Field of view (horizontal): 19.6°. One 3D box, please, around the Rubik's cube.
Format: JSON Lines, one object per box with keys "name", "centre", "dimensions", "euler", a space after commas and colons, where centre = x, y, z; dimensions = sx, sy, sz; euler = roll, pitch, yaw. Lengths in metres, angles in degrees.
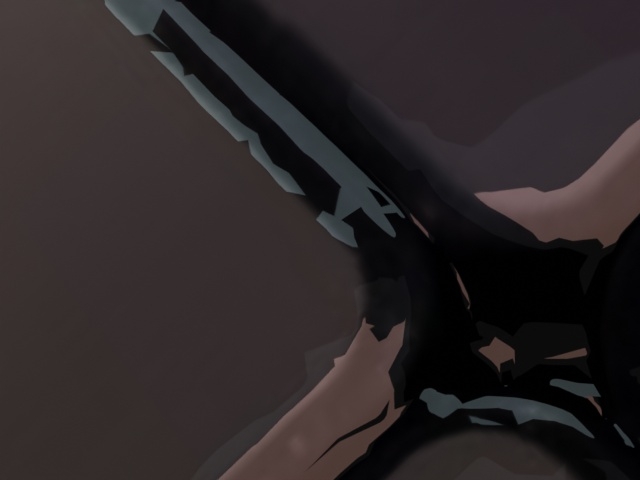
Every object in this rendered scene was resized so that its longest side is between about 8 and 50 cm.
{"name": "Rubik's cube", "centre": [0.076, 0.068, 0.446], "dimensions": [0.313, 0.318, 0.316], "euler": [-43, 63, -3]}
